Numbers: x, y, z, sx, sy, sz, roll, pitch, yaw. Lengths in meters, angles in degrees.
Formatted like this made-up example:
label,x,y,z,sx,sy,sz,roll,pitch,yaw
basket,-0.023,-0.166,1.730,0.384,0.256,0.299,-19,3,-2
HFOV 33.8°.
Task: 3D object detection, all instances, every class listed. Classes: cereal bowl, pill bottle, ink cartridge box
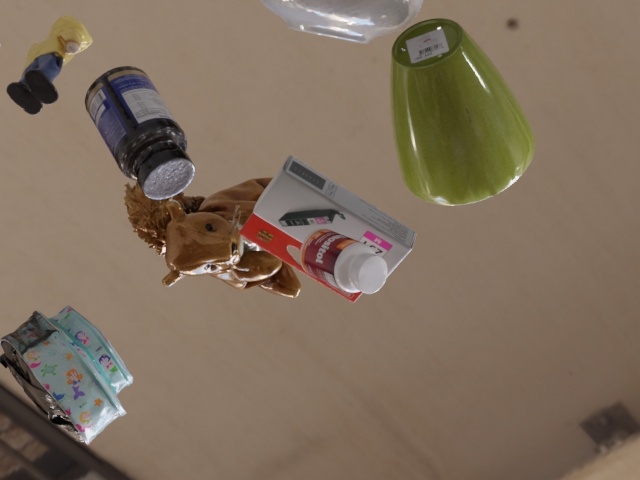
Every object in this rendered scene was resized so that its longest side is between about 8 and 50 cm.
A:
label,x,y,z,sx,sy,sz,roll,pitch,yaw
cereal bowl,0.026,-0.457,1.992,0.339,0.339,0.141,32,-68,63
pill bottle,0.040,0.037,1.763,0.152,0.086,0.086,22,-112,49
pill bottle,-0.296,-0.176,1.743,0.123,0.123,0.219,-39,-120,10
ink cartridge box,0.000,0.000,1.945,0.239,0.275,0.060,-52,-170,41

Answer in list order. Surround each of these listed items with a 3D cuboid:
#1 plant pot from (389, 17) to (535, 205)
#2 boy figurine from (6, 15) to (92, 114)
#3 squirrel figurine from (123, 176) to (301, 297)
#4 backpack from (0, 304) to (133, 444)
label,x,y,z,sx,sy,sz,roll,pitch,yaw
plant pot,0.243,-0.264,1.992,0.274,0.293,0.275,-13,-133,14
boy figurine,-0.562,-0.376,2.200,0.177,0.092,0.285,-28,-153,26
squirrel figurine,-0.268,-0.007,2.365,0.397,0.281,0.370,12,-166,24
backpack,-0.477,0.261,2.019,0.191,0.225,0.253,-35,-147,-15
